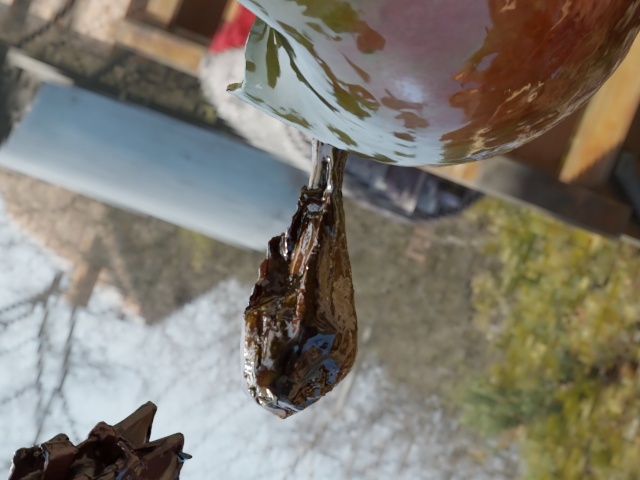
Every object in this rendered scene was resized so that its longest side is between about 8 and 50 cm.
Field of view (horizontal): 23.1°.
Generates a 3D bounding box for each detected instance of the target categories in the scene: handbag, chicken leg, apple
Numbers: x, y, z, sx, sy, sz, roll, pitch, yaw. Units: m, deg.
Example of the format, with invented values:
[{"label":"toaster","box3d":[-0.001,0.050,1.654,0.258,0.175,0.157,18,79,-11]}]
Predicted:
[{"label":"handbag","box3d":[-0.200,0.233,1.148,0.074,0.216,0.203,36,-137,30]},{"label":"chicken leg","box3d":[0.000,0.000,1.287,0.093,0.304,0.113,8,-170,-31]},{"label":"apple","box3d":[0.077,-0.151,0.670,0.163,0.251,0.293,27,169,2]}]
